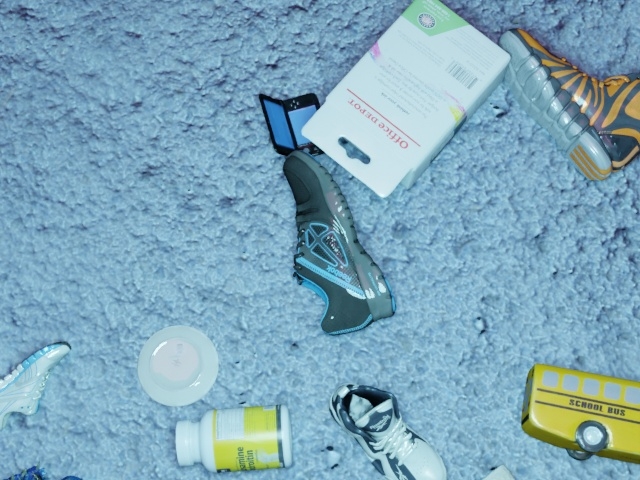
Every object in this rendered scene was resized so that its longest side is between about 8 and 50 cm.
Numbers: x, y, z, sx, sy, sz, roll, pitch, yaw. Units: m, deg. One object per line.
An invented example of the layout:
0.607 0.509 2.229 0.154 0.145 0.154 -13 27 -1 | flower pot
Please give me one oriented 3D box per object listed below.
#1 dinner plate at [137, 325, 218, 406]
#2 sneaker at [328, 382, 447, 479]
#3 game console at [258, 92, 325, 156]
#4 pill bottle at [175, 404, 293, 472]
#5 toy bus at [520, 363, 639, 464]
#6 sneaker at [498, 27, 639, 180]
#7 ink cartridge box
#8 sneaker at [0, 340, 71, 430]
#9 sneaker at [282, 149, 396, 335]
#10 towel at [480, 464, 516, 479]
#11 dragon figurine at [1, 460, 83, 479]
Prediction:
-0.245 0.213 1.809 0.141 0.017 0.141 0 71 1 | dinner plate
0.108 0.312 1.693 0.094 0.153 0.235 -40 75 -8 | sneaker
-0.044 -0.213 1.907 0.107 0.071 0.122 -16 73 -3 | game console
-0.139 0.325 1.724 0.184 0.103 0.103 -5 72 1 | pill bottle
0.498 0.297 1.710 0.332 0.108 0.130 10 72 6 | toy bus
0.468 -0.274 1.896 0.180 0.124 0.321 -35 85 -13 | sneaker
0.147 -0.241 1.881 0.207 0.119 0.353 40 77 9 | ink cartridge box
-0.489 0.248 1.786 0.190 0.071 0.083 -39 82 -1 | sneaker
0.000 0.000 1.812 0.139 0.125 0.341 -26 71 -1 | sneaker
0.241 0.515 1.682 0.282 0.049 0.187 -35 76 -10 | towel
-0.401 0.428 1.653 0.085 0.289 0.144 -29 109 -41 | dragon figurine
